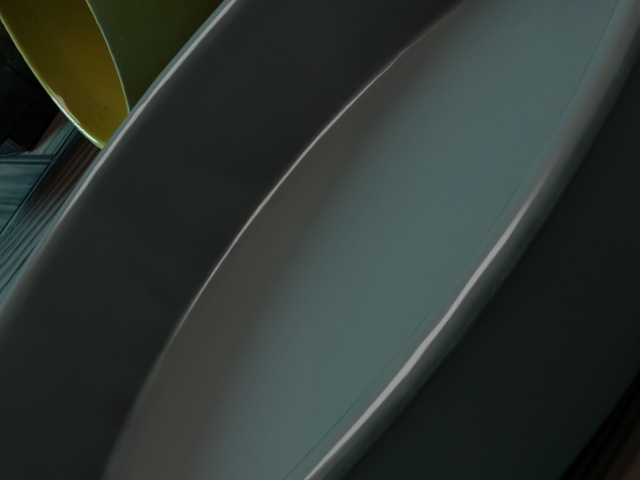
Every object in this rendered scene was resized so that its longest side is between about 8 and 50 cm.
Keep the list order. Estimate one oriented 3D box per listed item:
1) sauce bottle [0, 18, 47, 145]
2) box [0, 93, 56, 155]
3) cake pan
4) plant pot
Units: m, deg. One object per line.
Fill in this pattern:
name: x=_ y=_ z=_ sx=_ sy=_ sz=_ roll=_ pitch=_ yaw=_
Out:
sauce bottle: x=-0.087 y=-0.166 z=0.883 sx=0.344 sy=0.111 sz=0.111 roll=-53 pitch=21 yaw=1
box: x=-0.140 y=-0.167 z=1.060 sx=0.270 sy=0.060 sz=0.216 roll=-57 pitch=21 yaw=-13
cake pan: x=0.000 y=0.000 z=0.500 sx=0.293 sy=0.054 sz=0.293 roll=-43 pitch=22 yaw=23
plant pot: x=-0.071 y=-0.114 z=0.764 sx=0.095 sy=0.134 sz=0.134 roll=-31 pitch=15 yaw=-17
